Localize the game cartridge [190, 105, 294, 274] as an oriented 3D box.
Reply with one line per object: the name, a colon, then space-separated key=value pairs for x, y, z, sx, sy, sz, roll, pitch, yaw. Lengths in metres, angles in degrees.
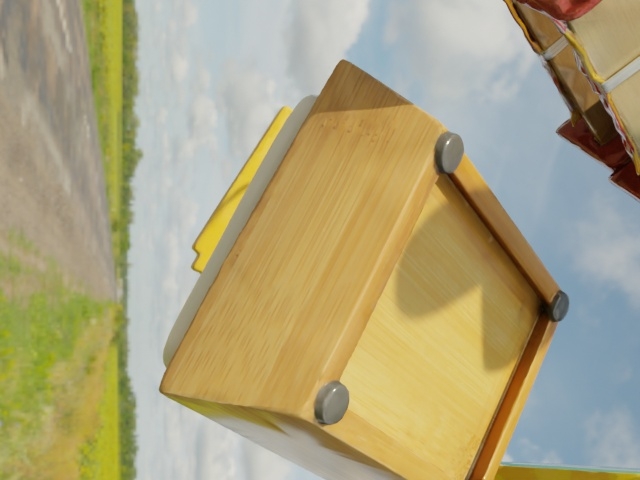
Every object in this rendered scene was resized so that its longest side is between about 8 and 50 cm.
game cartridge: x=0.000 y=0.000 z=1.260 sx=0.285 sy=0.324 sz=0.053 roll=-58 pitch=-170 yaw=-7

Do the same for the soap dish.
soap dish: x=0.054 y=0.058 z=0.566 sx=0.118 sy=0.291 sz=0.229 roll=15 pitch=-109 yaw=41

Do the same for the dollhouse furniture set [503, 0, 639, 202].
dollhouse furniture set: x=0.287 y=-0.204 z=0.487 sx=0.201 sy=0.374 sz=0.152 roll=46 pitch=10 yaw=-36

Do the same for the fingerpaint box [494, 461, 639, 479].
fingerpaint box: x=0.386 y=0.414 z=0.796 sx=0.445 sy=0.163 sz=0.371 roll=-8 pitch=-107 yaw=37
